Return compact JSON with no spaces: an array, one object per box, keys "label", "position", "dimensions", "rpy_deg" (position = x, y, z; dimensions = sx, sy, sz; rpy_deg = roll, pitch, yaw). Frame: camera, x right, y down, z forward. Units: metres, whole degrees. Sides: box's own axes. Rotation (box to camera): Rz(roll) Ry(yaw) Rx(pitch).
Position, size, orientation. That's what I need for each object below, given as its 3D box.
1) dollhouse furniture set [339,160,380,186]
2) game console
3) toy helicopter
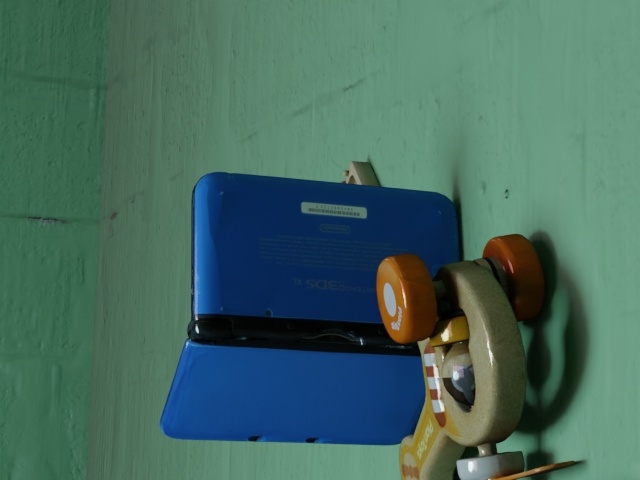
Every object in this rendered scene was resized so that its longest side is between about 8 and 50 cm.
[{"label":"dollhouse furniture set","position":[0.000,0.000,1.744],"dimensions":[0.144,0.123,0.151],"rpy_deg":[-111,31,-49]},{"label":"game console","position":[-0.013,0.079,1.515],"dimensions":[0.173,0.293,0.250],"rpy_deg":[142,129,-64]},{"label":"toy helicopter","position":[0.137,0.175,1.382],"dimensions":[0.355,0.140,0.235],"rpy_deg":[102,152,-52]}]
